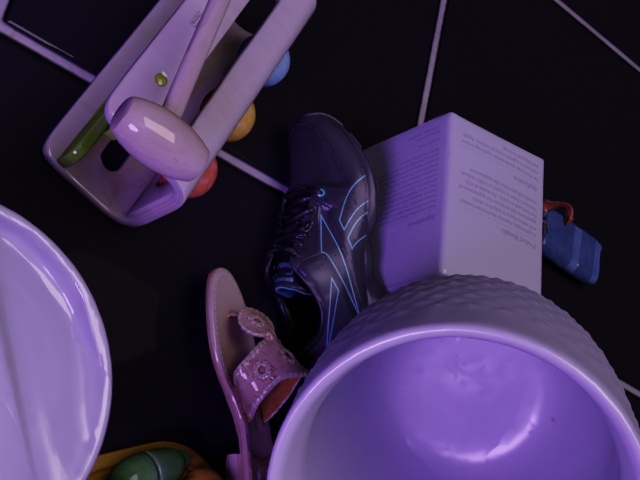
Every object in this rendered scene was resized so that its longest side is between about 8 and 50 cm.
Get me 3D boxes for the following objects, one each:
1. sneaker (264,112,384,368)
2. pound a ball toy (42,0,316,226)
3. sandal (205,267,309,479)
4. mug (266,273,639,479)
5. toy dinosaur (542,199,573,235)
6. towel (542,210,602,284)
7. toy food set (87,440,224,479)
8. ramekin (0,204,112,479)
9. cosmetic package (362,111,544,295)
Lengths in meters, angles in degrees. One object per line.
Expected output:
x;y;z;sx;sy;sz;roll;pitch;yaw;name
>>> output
0.000;0.000;1.068;0.106;0.101;0.267;-4;80;-39;sneaker
-0.099;-0.137;0.949;0.136;0.208;0.319;44;53;-22;pound a ball toy
-0.045;0.139;0.985;0.088;0.079;0.240;11;71;-69;sandal
0.084;0.194;0.912;0.276;0.374;0.328;49;13;-1;mug
0.267;-0.034;1.317;0.090;0.082;0.047;17;67;-36;toy dinosaur
0.318;0.008;1.384;0.119;0.029;0.067;31;59;-31;towel
-0.154;0.238;0.886;0.218;0.071;0.128;-8;83;-41;toy food set
-0.297;0.103;0.765;0.273;0.127;0.273;13;69;-37;ramekin
0.136;-0.011;1.151;0.151;0.151;0.184;22;64;-34;cosmetic package
